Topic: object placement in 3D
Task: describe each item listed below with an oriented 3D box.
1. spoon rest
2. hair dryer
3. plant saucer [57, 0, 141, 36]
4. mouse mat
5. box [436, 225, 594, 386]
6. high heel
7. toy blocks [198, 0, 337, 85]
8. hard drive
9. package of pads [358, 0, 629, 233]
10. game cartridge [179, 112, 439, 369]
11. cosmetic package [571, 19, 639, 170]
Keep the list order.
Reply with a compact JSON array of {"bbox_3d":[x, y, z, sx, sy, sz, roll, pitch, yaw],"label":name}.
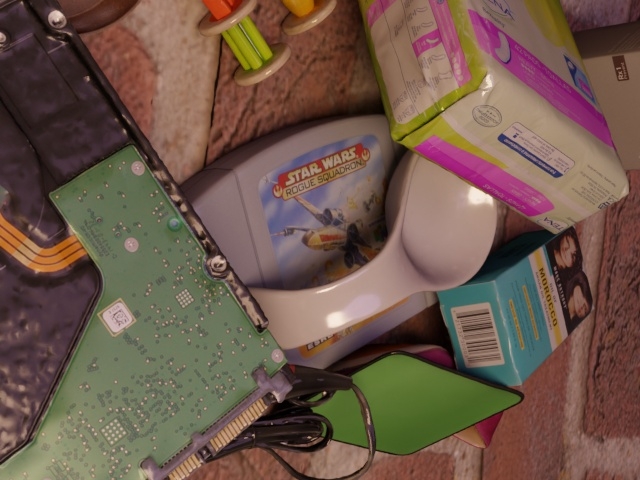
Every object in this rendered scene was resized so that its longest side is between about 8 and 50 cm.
[{"bbox_3d":[0.066,0.003,0.771,0.276,0.084,0.137,-34,114,-35],"label":"spoon rest"},{"bbox_3d":[-0.110,0.102,0.666,0.224,0.080,0.293,-38,106,-26],"label":"hair dryer"},{"bbox_3d":[-0.187,-0.221,0.636,0.168,0.029,0.168,-3,95,-42],"label":"plant saucer"},{"bbox_3d":[0.069,0.146,0.815,0.190,0.153,0.007,25,43,-40],"label":"mouse mat"},{"bbox_3d":[0.200,0.060,0.928,0.244,0.060,0.100,-24,100,-56],"label":"box"},{"bbox_3d":[0.092,0.152,0.876,0.244,0.082,0.117,1,86,-53],"label":"high heel"},{"bbox_3d":[-0.063,-0.215,0.732,0.123,0.054,0.148,-52,123,-28],"label":"toy blocks"},{"bbox_3d":[-0.192,0.016,0.548,0.237,0.064,0.339,-38,100,-25],"label":"hard drive"},{"bbox_3d":[0.133,-0.175,0.807,0.229,0.101,0.296,24,44,-41],"label":"package of pads"},{"bbox_3d":[0.000,0.000,0.801,0.297,0.062,0.198,-26,113,-39],"label":"game cartridge"},{"bbox_3d":[0.289,-0.143,0.935,0.107,0.238,0.127,-40,115,-37],"label":"cosmetic package"}]
